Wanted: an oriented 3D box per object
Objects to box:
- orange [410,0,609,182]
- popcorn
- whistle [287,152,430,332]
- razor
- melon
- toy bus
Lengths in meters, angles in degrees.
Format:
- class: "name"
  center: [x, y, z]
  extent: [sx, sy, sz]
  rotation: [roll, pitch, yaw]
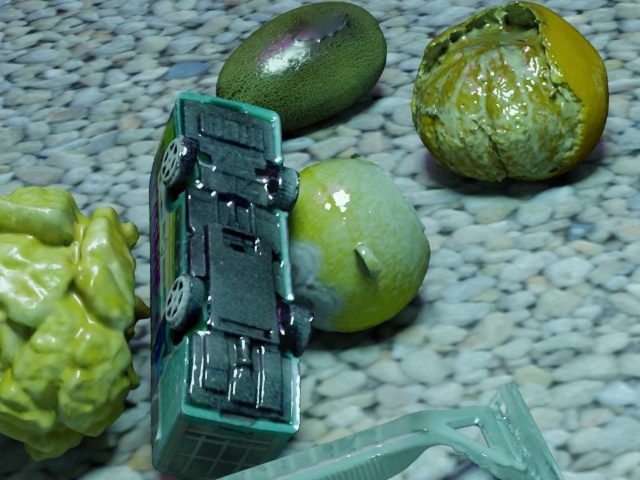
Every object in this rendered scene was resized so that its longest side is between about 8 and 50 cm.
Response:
- class: "orange"
  center: [0.145, -0.113, 1.445]
  extent: [0.156, 0.134, 0.156]
  rotation: [-12, 15, 3]
- class: "popcorn"
  center: [-0.177, 0.057, 1.219]
  extent: [0.173, 0.168, 0.195]
  rotation: [-22, -11, -12]
- class: "whistle"
  center: [0.000, 0.000, 1.310]
  extent: [0.123, 0.123, 0.223]
  rotation: [-16, 14, -12]
- class: "razor"
  center: [-0.006, 0.142, 1.081]
  extent: [0.277, 0.056, 0.111]
  rotation: [-12, 28, -5]
- class: "melon"
  center: [-0.017, -0.147, 1.600]
  extent: [0.162, 0.099, 0.099]
  rotation: [-26, 31, -23]
- class: "toy bus"
  center: [-0.064, 0.025, 1.181]
  extent: [0.091, 0.109, 0.262]
  rotation: [13, 45, -18]
